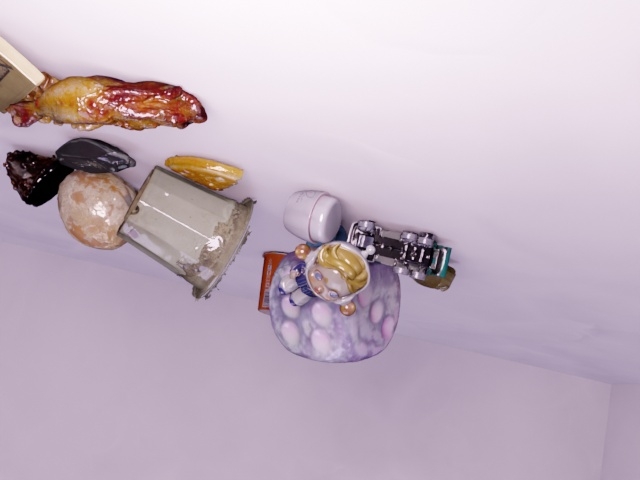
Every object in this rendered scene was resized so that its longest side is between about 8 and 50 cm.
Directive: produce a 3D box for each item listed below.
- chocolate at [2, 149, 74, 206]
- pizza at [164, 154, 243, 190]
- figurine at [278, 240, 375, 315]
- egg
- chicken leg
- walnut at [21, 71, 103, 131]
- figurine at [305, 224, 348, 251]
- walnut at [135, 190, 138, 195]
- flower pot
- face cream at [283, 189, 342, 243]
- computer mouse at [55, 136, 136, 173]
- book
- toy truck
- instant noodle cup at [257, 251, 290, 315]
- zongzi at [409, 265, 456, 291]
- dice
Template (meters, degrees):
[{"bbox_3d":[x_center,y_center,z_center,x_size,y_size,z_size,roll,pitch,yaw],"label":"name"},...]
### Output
[{"bbox_3d":[-0.725,-0.177,1.697,0.133,0.156,0.156,41,165,1],"label":"chocolate"},{"bbox_3d":[-0.241,-0.147,1.479,0.178,0.041,0.131,7,163,23],"label":"pizza"},{"bbox_3d":[0.015,0.093,1.580,0.194,0.133,0.274,39,144,8],"label":"figurine"},{"bbox_3d":[-0.558,-0.083,1.707,0.233,0.195,0.195,43,177,21],"label":"egg"},{"bbox_3d":[-0.352,-0.218,1.119,0.323,0.082,0.177,1,175,-19],"label":"chicken leg"},{"bbox_3d":[-0.476,-0.247,1.235,0.170,0.069,0.143,15,166,3],"label":"walnut"},{"bbox_3d":[0.004,0.003,1.665,0.114,0.144,0.178,-4,151,16],"label":"figurine"},{"bbox_3d":[-0.535,-0.096,1.854,0.105,0.105,0.124,14,155,-3],"label":"walnut"},{"bbox_3d":[-0.326,-0.030,1.607,0.259,0.290,0.290,29,162,-19],"label":"flower pot"},{"bbox_3d":[-0.016,-0.053,1.489,0.104,0.117,0.117,16,168,22],"label":"face cream"},{"bbox_3d":[-0.496,-0.191,1.497,0.193,0.062,0.106,2,163,18],"label":"computer mouse"},{"bbox_3d":[-0.556,-0.291,1.114,0.161,0.026,0.231,44,153,-27],"label":"book"},{"bbox_3d":[0.186,0.025,1.642,0.254,0.114,0.124,14,177,-2],"label":"toy truck"},{"bbox_3d":[-0.098,0.164,2.286,0.251,0.192,0.250,13,166,3],"label":"instant noodle cup"},{"bbox_3d":[0.248,0.069,1.851,0.189,0.081,0.178,26,172,-25],"label":"zongzi"},{"bbox_3d":[0.042,0.164,1.834,0.270,0.269,0.271,9,-168,36],"label":"dice"}]
